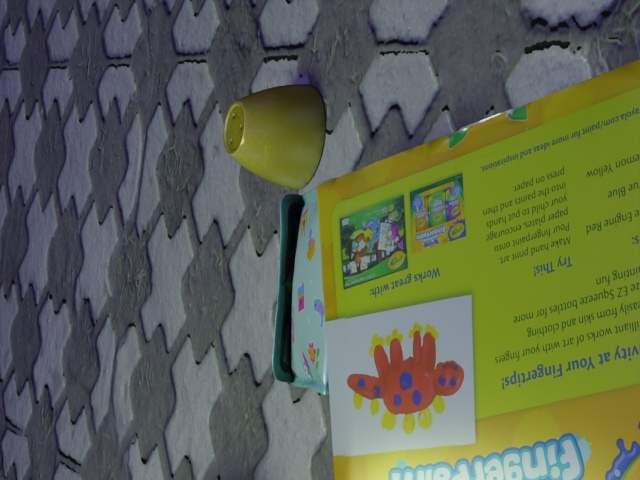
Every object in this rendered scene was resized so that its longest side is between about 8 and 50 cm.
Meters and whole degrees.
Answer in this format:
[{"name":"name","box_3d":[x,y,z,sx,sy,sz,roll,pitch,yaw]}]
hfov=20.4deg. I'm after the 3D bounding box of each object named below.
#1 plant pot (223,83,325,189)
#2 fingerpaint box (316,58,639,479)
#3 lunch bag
[{"name":"plant pot","box_3d":[-0.066,-0.135,2.222,0.134,0.095,0.134,-26,60,61]},{"name":"fingerpaint box","box_3d":[0.203,0.085,1.437,0.445,0.163,0.371,-21,68,48]},{"name":"lunch bag","box_3d":[0.034,0.055,1.910,0.262,0.160,0.223,180,93,-75]}]
